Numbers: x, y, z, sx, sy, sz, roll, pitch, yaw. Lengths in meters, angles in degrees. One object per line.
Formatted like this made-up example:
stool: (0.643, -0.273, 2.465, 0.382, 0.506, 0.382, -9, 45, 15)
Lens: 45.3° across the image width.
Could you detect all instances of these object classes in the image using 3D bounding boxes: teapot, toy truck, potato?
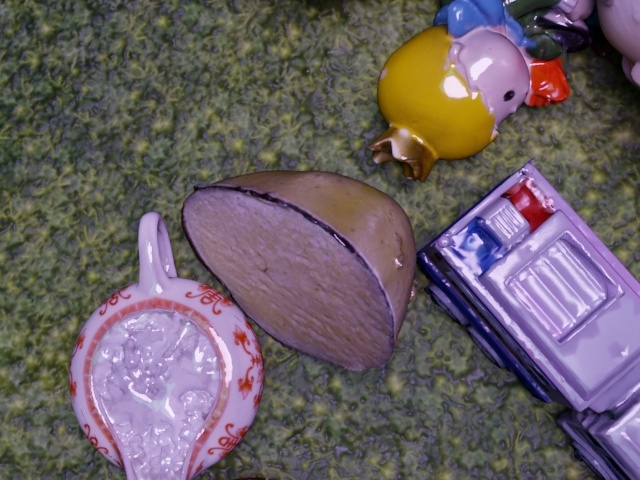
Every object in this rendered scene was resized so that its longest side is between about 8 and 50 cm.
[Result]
teapot: (-0.128, 0.099, 0.636, 0.159, 0.116, 0.245, -13, 86, 15)
toy truck: (0.202, 0.076, 0.594, 0.124, 0.155, 0.268, -41, 84, -1)
potato: (0.000, 0.000, 0.631, 0.202, 0.182, 0.117, 16, 51, 35)

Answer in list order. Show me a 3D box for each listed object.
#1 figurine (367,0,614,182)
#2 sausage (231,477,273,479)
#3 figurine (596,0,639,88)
figurine: (0.152, -0.144, 0.646, 0.185, 0.127, 0.234, 24, 76, -11)
sausage: (0.024, 0.315, 0.611, 0.102, 0.102, 0.330, -44, 84, -2)
figurine: (0.320, -0.067, 0.520, 0.227, 0.274, 0.394, -10, 103, 4)
